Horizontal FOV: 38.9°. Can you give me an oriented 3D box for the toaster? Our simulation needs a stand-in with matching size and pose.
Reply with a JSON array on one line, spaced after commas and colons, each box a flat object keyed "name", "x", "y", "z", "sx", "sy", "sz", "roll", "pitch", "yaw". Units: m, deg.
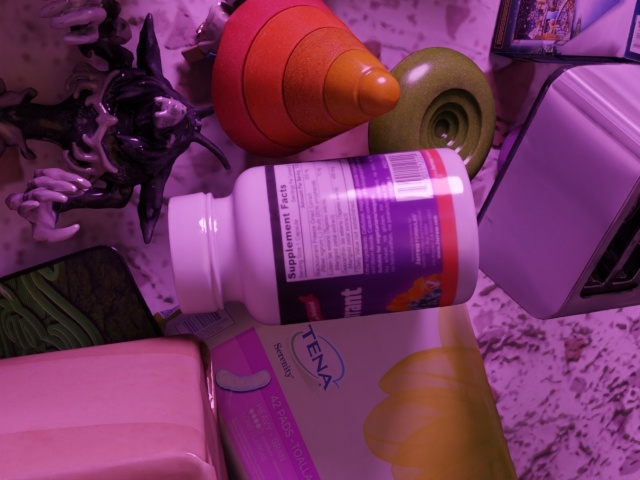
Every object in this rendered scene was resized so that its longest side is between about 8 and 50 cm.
[{"name": "toaster", "x": 0.216, "y": -0.038, "z": 0.636, "sx": 0.168, "sy": 0.110, "sz": 0.185, "roll": -4, "pitch": 131, "yaw": -34}]

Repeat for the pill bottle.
[{"name": "pill bottle", "x": 0.000, "y": 0.000, "z": 0.607, "sx": 0.193, "sy": 0.108, "sz": 0.108, "roll": -6, "pitch": 105, "yaw": -3}]

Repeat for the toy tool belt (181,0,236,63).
[{"name": "toy tool belt", "x": -0.056, "y": -0.134, "z": 0.670, "sx": 0.083, "sy": 0.052, "sz": 0.051, "roll": 28, "pitch": 119, "yaw": -26}]

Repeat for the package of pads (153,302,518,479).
[{"name": "package of pads", "x": 0.030, "y": 0.141, "z": 0.738, "sx": 0.229, "sy": 0.101, "sz": 0.296, "roll": -28, "pitch": 113, "yaw": -17}]

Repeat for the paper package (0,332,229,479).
[{"name": "paper package", "x": -0.209, "y": 0.239, "z": 0.564, "sx": 0.325, "sy": 0.168, "sz": 0.309, "roll": -8, "pitch": 108, "yaw": -6}]

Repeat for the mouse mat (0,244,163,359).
[{"name": "mouse mat", "x": -0.174, "y": 0.103, "z": 0.644, "sx": 0.153, "sy": 0.007, "sz": 0.189, "roll": -18, "pitch": 111, "yaw": 10}]

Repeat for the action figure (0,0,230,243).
[{"name": "action figure", "x": -0.174, "y": -0.078, "z": 0.570, "sx": 0.276, "sy": 0.141, "sz": 0.164, "roll": 0, "pitch": 92, "yaw": -24}]

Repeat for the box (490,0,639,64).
[{"name": "box", "x": 0.220, "y": -0.256, "z": 0.707, "sx": 0.044, "sy": 0.159, "sz": 0.233, "roll": 7, "pitch": 99, "yaw": -27}]

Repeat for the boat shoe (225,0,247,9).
[{"name": "boat shoe", "x": 0.017, "y": -0.226, "z": 0.664, "sx": 0.206, "sy": 0.075, "sz": 0.065, "roll": -46, "pitch": 114, "yaw": -15}]

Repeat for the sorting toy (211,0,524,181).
[{"name": "sorting toy", "x": 0.102, "y": -0.083, "z": 0.676, "sx": 0.365, "sy": 0.126, "sz": 0.127, "roll": 12, "pitch": 97, "yaw": -38}]
